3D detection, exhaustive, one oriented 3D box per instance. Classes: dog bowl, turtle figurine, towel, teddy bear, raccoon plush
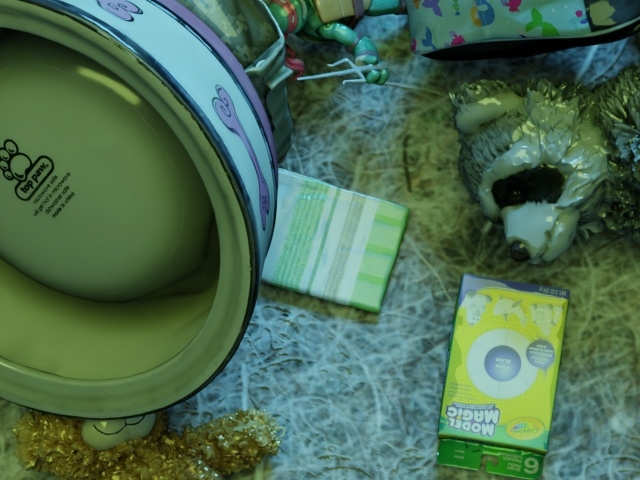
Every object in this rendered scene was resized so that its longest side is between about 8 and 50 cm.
[{"bbox_3d":[-0.217,-0.053,1.412,0.408,0.408,0.150,22,37,10],"label":"dog bowl"},{"bbox_3d":[0.026,-0.239,1.573,0.234,0.118,0.175,-29,109,-37],"label":"turtle figurine"},{"bbox_3d":[0.000,0.000,1.598,0.152,0.023,0.113,17,79,6],"label":"towel"},{"bbox_3d":[-0.134,0.251,1.492,0.245,0.113,0.338,-18,75,-3],"label":"teddy bear"},{"bbox_3d":[0.322,-0.134,1.564,0.299,0.216,0.446,24,50,23],"label":"raccoon plush"}]

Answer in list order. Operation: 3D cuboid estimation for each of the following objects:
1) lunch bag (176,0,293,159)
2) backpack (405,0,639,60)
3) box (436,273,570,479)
[{"bbox_3d":[-0.146,-0.191,1.547,0.287,0.235,0.169,40,76,13],"label":"lunch bag"},{"bbox_3d":[0.190,-0.257,1.488,0.253,0.225,0.191,-11,104,40],"label":"backpack"},{"bbox_3d":[0.168,0.127,1.538,0.105,0.043,0.179,8,77,7],"label":"box"}]
